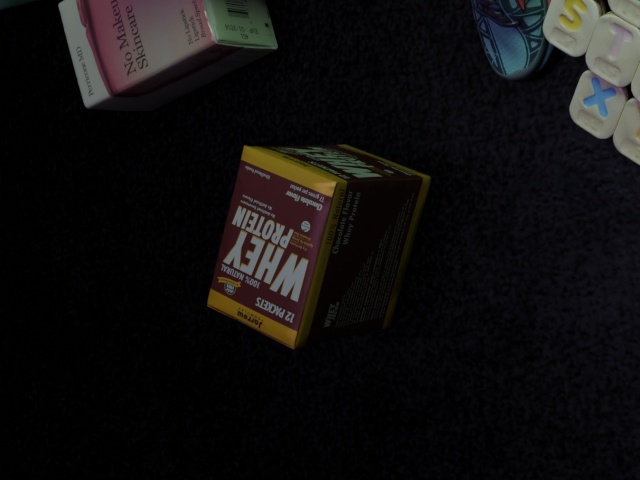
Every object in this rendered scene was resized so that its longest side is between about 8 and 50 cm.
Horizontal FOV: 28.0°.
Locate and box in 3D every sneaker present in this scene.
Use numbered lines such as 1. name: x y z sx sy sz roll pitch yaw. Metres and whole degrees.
1. sneaker: 0.168 -0.279 1.311 0.104 0.125 0.262 8 120 41

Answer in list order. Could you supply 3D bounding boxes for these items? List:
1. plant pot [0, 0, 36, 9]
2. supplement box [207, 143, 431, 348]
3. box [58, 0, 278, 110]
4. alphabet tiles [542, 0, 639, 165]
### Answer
1. plant pot: -0.420 -0.449 1.684 0.247 0.248 0.252 25 124 31
2. supplement box: 0.000 0.000 1.439 0.129 0.194 0.191 24 107 32
3. box: -0.192 -0.268 1.596 0.232 0.127 0.148 -20 82 35
4. alphabet tiles: 0.340 -0.182 1.220 0.284 0.021 0.278 39 137 25
